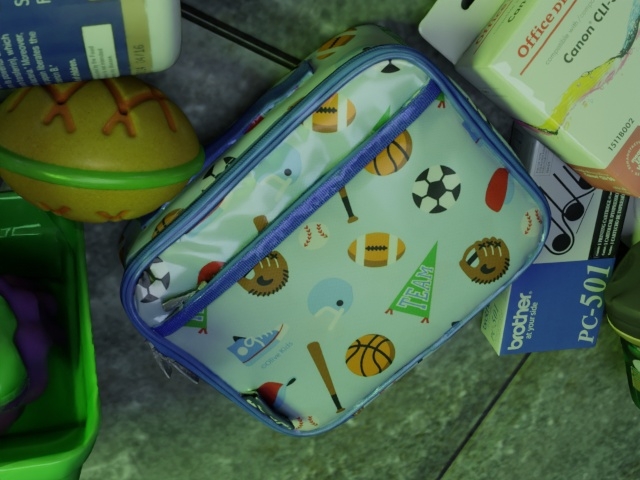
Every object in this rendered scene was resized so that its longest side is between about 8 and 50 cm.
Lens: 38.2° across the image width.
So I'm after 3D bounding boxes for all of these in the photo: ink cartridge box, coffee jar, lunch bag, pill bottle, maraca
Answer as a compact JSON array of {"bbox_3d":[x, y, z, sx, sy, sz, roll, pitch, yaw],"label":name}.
[{"bbox_3d":[0.203,-0.002,0.791,0.097,0.046,0.207,-3,119,-13],"label":"ink cartridge box"},{"bbox_3d":[0.182,-0.135,0.672,0.198,0.067,0.115,35,90,-17],"label":"ink cartridge box"},{"bbox_3d":[0.309,0.081,0.821,0.096,0.079,0.184,-51,137,-20],"label":"coffee jar"},{"bbox_3d":[0.000,0.000,0.701,0.303,0.115,0.243,-42,118,8],"label":"lunch bag"},{"bbox_3d":[-0.220,-0.158,0.526,0.265,0.153,0.153,-9,120,-10],"label":"pill bottle"},{"bbox_3d":[-0.169,-0.065,0.608,0.186,0.127,0.099,6,112,-9],"label":"maraca"}]

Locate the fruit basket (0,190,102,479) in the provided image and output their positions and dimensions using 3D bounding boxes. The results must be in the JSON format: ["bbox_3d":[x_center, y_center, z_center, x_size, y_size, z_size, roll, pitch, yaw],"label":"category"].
[{"bbox_3d":[-0.321,0.059,0.540,0.392,0.282,0.392,-10,135,-10],"label":"fruit basket"}]

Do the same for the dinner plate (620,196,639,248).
[{"bbox_3d":[0.316,-0.038,0.789,0.141,0.017,0.141,5,120,8],"label":"dinner plate"}]
